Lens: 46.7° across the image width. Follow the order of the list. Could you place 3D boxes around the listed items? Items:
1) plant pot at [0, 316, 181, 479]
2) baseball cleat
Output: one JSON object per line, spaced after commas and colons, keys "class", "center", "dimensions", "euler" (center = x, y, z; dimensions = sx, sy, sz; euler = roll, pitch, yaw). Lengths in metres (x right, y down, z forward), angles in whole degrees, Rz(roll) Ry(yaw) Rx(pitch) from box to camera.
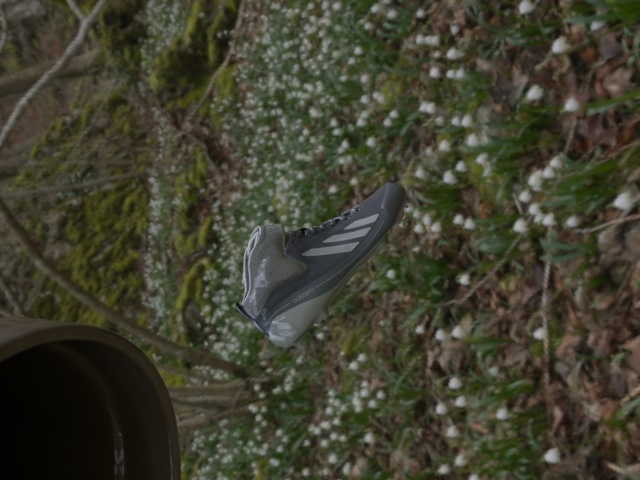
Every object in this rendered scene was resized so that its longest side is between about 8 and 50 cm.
{"class": "plant pot", "center": [-0.307, 0.202, 0.542], "dimensions": [0.323, 0.280, 0.323], "euler": [6, -90, -65]}
{"class": "baseball cleat", "center": [0.000, 0.000, 0.704], "dimensions": [0.109, 0.206, 0.072], "euler": [41, 154, -7]}
